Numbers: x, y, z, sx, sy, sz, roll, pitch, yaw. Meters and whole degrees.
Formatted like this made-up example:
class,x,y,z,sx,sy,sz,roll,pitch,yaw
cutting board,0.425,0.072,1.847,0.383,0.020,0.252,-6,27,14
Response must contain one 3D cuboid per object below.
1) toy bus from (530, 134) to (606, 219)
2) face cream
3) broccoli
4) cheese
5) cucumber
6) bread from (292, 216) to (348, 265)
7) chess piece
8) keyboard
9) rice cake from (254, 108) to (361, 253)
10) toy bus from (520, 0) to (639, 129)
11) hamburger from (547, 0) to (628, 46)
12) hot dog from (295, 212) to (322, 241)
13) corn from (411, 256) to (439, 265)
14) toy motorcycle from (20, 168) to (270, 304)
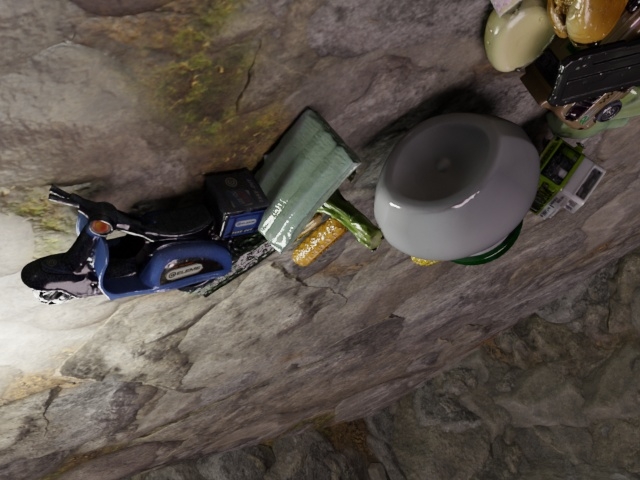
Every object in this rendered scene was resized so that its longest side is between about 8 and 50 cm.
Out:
class,x,y,z,sx,sy,sz,roll,pitch,yaw
toy bus,0.501,-0.124,1.550,0.113,0.139,0.301,-54,169,-1
face cream,0.256,-0.087,1.331,0.312,0.220,0.357,-31,157,10
broccoli,0.028,-0.053,1.193,0.122,0.204,0.118,-13,130,-42
cheese,0.284,-0.334,1.052,0.127,0.050,0.255,-33,156,16
cucumber,-0.161,0.030,1.329,0.241,0.074,0.074,-32,157,9
bread,0.000,0.000,1.469,0.052,0.044,0.157,-2,148,-50
chess piece,0.594,-0.283,1.400,0.175,0.176,0.298,-9,164,-36
keyboard,0.475,-0.271,1.106,0.262,0.016,0.106,-15,146,-11
rice cake,-0.042,-0.090,1.138,0.043,0.127,0.237,-20,155,-51
toy bus,0.470,-0.320,1.171,0.157,0.139,0.289,1,144,-38
hamburger,0.387,-0.355,1.033,0.147,0.083,0.138,18,103,-54
hot dog,-0.047,-0.019,1.368,0.133,0.056,0.041,-33,126,14
corn,0.338,-0.022,1.667,0.310,0.102,0.101,-26,161,34
toy motorcycle,-0.269,-0.002,1.096,0.358,0.125,0.213,-13,146,-33
